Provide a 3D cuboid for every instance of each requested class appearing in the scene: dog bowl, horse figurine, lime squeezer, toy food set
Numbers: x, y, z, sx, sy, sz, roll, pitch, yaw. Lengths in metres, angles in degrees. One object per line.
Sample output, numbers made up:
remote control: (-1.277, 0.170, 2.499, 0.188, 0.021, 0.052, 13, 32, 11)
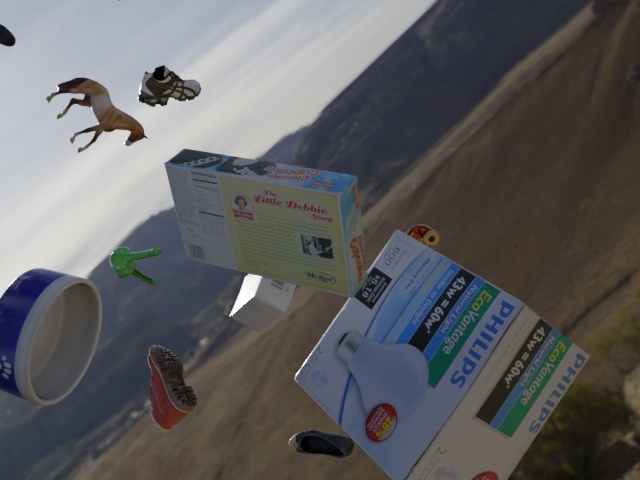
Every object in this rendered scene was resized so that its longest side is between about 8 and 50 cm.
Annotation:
dog bowl: (-0.556, 0.192, 1.735, 0.265, 0.104, 0.265, 14, -90, -76)
horse figurine: (-0.577, -0.329, 2.171, 0.174, 0.263, 0.066, -30, -19, -14)
lime squeezer: (-0.432, 0.051, 1.988, 0.110, 0.059, 0.310, -6, -15, -14)
toy food set: (0.229, 0.002, 1.975, 0.082, 0.083, 0.020, -57, 26, 10)

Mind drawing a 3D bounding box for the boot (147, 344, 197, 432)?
boot: (-0.268, 0.248, 1.446, 0.084, 0.059, 0.158, -53, 42, 21)

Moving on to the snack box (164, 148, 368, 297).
snack box: (-0.086, -0.031, 1.342, 0.322, 0.187, 0.060, 12, 37, 28)

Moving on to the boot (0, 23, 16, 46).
boot: (-0.685, -0.443, 1.853, 0.037, 0.106, 0.114, -55, -2, 1)

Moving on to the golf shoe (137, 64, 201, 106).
golf shoe: (-0.372, -0.397, 2.158, 0.198, 0.077, 0.094, -29, -48, -51)

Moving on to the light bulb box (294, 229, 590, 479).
light bulb box: (0.203, 0.229, 1.523, 0.358, 0.225, 0.361, -56, 36, 0)

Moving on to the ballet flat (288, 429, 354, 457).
ballet flat: (-0.003, 0.476, 2.001, 0.173, 0.057, 0.049, -5, 8, 30)

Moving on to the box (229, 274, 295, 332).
box: (-0.137, 0.132, 2.129, 0.170, 0.091, 0.130, -40, 25, 54)
